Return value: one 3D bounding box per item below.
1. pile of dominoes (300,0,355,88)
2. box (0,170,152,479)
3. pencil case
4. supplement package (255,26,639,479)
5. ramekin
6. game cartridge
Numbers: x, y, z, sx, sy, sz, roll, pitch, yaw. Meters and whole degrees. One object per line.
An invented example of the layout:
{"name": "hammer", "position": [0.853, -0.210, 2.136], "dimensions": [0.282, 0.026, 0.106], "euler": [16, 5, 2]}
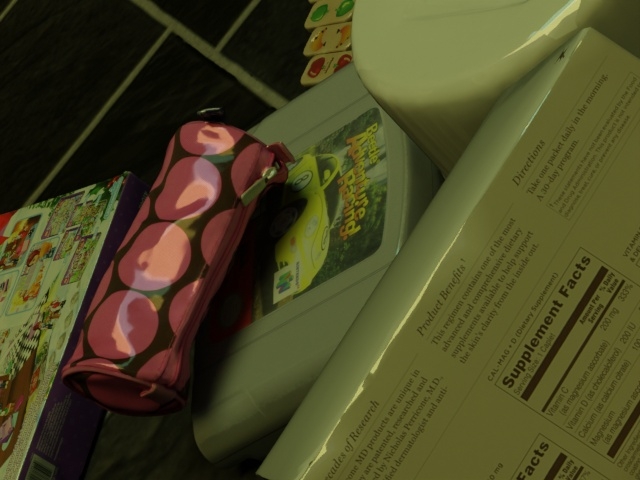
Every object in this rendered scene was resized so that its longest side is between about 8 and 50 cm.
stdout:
{"name": "pile of dominoes", "position": [0.053, -0.237, 1.433], "dimensions": [0.196, 0.040, 0.251], "euler": [-27, 40, 33]}
{"name": "box", "position": [-0.239, 0.097, 1.451], "dimensions": [0.201, 0.057, 0.293], "euler": [-14, 49, 42]}
{"name": "pencil case", "position": [-0.093, 0.019, 1.232], "dimensions": [0.098, 0.095, 0.209], "euler": [8, 66, 35]}
{"name": "supplement package", "position": [0.102, 0.053, 0.932], "dimensions": [0.262, 0.145, 0.204], "euler": [-56, 3, -8]}
{"name": "ramekin", "position": [0.150, -0.153, 1.150], "dimensions": [0.277, 0.135, 0.277], "euler": [-31, 39, 29]}
{"name": "game cartridge", "position": [0.000, 0.000, 1.263], "dimensions": [0.196, 0.060, 0.294], "euler": [-28, 40, 26]}
